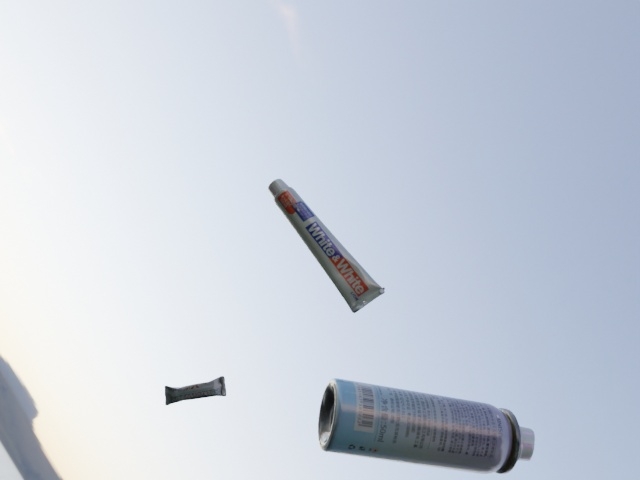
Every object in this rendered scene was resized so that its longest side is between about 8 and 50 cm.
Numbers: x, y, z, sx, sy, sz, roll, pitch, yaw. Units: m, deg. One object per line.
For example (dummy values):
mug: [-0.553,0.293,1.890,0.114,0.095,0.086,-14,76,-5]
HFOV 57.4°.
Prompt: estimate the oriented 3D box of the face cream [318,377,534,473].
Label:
face cream: [0.116,0.199,0.611,0.229,0.075,0.075,12,-36,-10]

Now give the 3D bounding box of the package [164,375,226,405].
package: [-0.228,0.274,1.063,0.015,0.110,0.037,130,-48,-71]

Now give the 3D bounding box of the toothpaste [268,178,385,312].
toothpaste: [0.000,0.000,0.776,0.218,0.052,0.033,51,-14,21]
